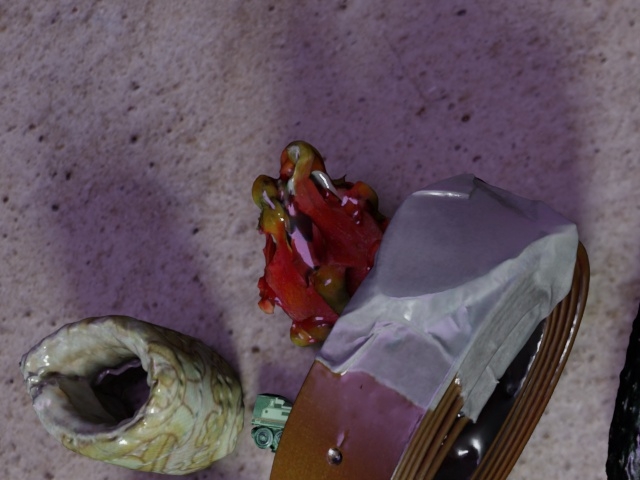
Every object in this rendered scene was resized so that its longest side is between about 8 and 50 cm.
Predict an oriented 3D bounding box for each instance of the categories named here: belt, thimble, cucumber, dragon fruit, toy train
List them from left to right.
[{"bbox_3d":[-0.179,0.146,1.348,0.190,0.143,0.137,6,80,32],"label":"thimble"},{"bbox_3d":[-0.026,0.172,1.315,0.083,0.033,0.053,3,74,31],"label":"toy train"},{"bbox_3d":[0.000,0.000,1.293,0.133,0.208,0.150,-6,29,16],"label":"dragon fruit"},{"bbox_3d":[0.089,0.115,1.152,0.122,0.217,0.339,29,90,33],"label":"belt"},{"bbox_3d":[0.283,0.081,1.133,0.081,0.072,0.303,19,86,33],"label":"cucumber"}]
